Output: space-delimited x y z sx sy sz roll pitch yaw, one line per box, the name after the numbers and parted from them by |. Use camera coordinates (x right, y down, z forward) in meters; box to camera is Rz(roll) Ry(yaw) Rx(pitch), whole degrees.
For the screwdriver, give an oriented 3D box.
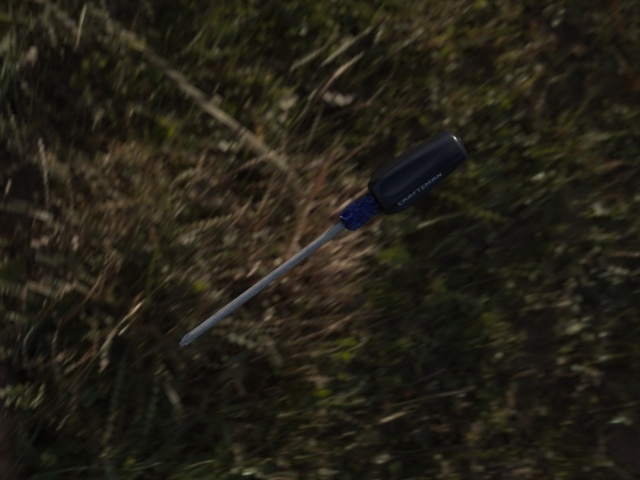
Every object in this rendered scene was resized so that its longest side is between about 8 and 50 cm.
0.000 0.000 0.914 0.170 0.025 0.024 -35 80 -6 | screwdriver
